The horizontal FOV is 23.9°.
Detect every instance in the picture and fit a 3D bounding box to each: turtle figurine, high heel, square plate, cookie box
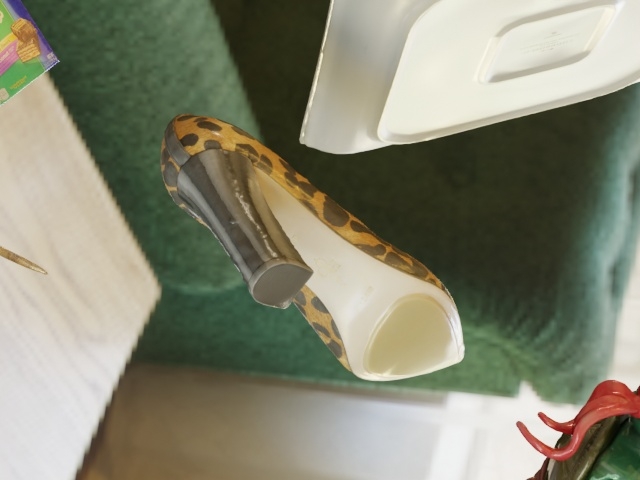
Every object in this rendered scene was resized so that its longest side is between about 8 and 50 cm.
[{"bbox_3d":[0.141,0.127,0.633,0.175,0.118,0.234,-18,143,-32],"label":"turtle figurine"},{"bbox_3d":[0.000,0.000,1.082,0.093,0.186,0.261,-46,140,13],"label":"high heel"},{"bbox_3d":[0.167,-0.171,1.178,0.344,0.347,0.049,107,-34,-68],"label":"square plate"},{"bbox_3d":[-0.274,-0.161,1.192,0.092,0.040,0.107,-46,114,-35],"label":"cookie box"}]

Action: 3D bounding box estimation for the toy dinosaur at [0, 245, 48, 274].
[{"bbox_3d":[-0.252,-0.067,0.985,0.064,0.112,0.211,-6,82,-45],"label":"toy dinosaur"}]
